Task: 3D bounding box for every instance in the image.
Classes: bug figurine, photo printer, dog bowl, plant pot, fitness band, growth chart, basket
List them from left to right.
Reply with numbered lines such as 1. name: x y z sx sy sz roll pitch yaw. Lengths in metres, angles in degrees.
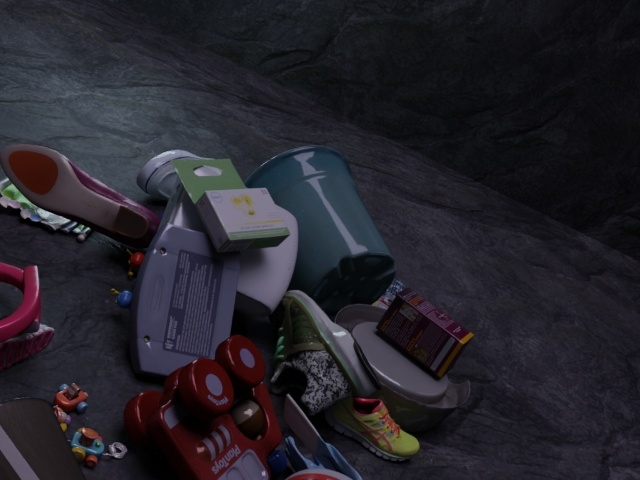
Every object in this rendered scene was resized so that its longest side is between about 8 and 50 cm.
1. fitness band: -0.580 0.105 1.430 0.209 0.054 0.291 -4 25 -16
2. basket: -0.390 0.345 1.127 0.227 0.154 0.204 46 29 26
3. growth chart: -0.605 -0.077 1.885 0.237 0.021 0.172 30 23 -13
4. bug figurine: -0.326 0.113 1.774 0.216 0.072 0.279 30 17 -15
5. photo printer: -0.192 0.008 1.815 0.307 0.107 0.256 29 58 -23
6. plant pot: 0.000 0.000 2.096 0.341 0.341 0.334 7 39 -42
7. dog bowl: 0.165 0.291 1.934 0.349 0.102 0.349 25 23 -11

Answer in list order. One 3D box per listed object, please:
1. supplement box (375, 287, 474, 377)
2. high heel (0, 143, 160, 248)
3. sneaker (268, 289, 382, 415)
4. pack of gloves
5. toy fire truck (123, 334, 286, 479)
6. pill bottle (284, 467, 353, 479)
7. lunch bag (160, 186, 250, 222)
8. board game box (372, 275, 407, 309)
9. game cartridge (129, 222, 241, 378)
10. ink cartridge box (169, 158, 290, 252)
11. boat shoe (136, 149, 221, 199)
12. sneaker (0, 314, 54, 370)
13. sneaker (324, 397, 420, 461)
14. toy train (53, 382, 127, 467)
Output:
1. supplement box: 0.236 0.206 1.930 0.188 0.104 0.081 37 23 18
2. high heel: -0.533 -0.090 1.904 0.377 0.127 0.181 33 -6 2
3. sneaker: -0.048 0.231 1.756 0.410 0.182 0.158 30 -32 61
4. pack of gloves: 0.019 0.388 1.447 0.046 0.195 0.232 -25 54 -29
5. toy fire truck: -0.168 0.322 1.453 0.254 0.169 0.302 58 25 2
6. pill bottle: -0.034 0.478 1.212 0.181 0.181 0.323 32 23 6
7. lunch bag: -0.269 -0.051 1.984 0.176 0.219 0.090 18 45 -29
8. board game box: 0.129 0.112 2.273 0.165 0.042 0.243 -11 48 -38
9. game cartridge: -0.263 0.123 1.637 0.196 0.060 0.294 19 67 -31
10. ink cartridge box: -0.183 -0.088 1.734 0.171 0.056 0.235 -6 61 -48
11. boat shoe: -0.320 -0.134 2.243 0.156 0.136 0.367 42 16 20
12. sneaker: -0.535 0.168 1.435 0.075 0.063 0.170 30 23 20
13. sneaker: 0.117 0.371 1.723 0.208 0.094 0.081 27 21 -8
14. toy train: -0.385 0.289 1.372 0.166 0.046 0.125 39 25 22
